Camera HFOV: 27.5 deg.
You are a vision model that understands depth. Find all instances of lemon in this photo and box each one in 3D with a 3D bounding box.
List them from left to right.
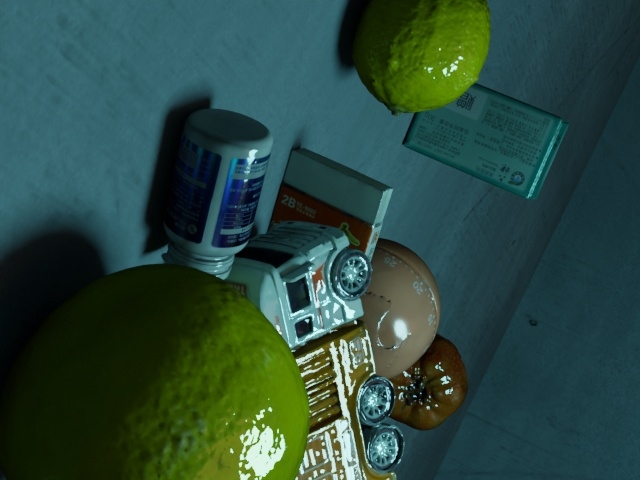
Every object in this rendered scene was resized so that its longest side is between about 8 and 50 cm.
[{"bbox_3d":[-0.178,0.194,1.396,0.348,0.348,0.348,-52,157,-33],"label":"lemon"},{"bbox_3d":[0.145,-0.285,1.858,0.192,0.192,0.231,17,91,-71],"label":"lemon"}]

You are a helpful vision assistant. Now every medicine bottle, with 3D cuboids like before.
[{"bbox_3d":[-0.127,-0.051,1.552,0.107,0.107,0.191,-32,142,-58],"label":"medicine bottle"}]

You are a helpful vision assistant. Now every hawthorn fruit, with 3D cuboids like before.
[{"bbox_3d":[0.205,0.269,2.699,0.243,0.207,0.207,-56,165,-74],"label":"hawthorn fruit"}]

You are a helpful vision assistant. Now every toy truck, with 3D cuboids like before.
[{"bbox_3d":[-0.033,0.181,1.764,0.207,0.173,0.388,-23,109,-37],"label":"toy truck"}]

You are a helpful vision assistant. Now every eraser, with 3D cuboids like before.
[{"bbox_3d":[0.000,0.000,1.870,0.038,0.157,0.230,-22,133,-59],"label":"eraser"}]

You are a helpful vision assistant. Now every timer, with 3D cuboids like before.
[{"bbox_3d":[0.074,0.111,2.090,0.215,0.229,0.230,-36,145,-52],"label":"timer"}]

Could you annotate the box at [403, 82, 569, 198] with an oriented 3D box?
[{"bbox_3d":[0.288,-0.184,2.273,0.153,0.245,0.092,-67,164,7],"label":"box"}]
